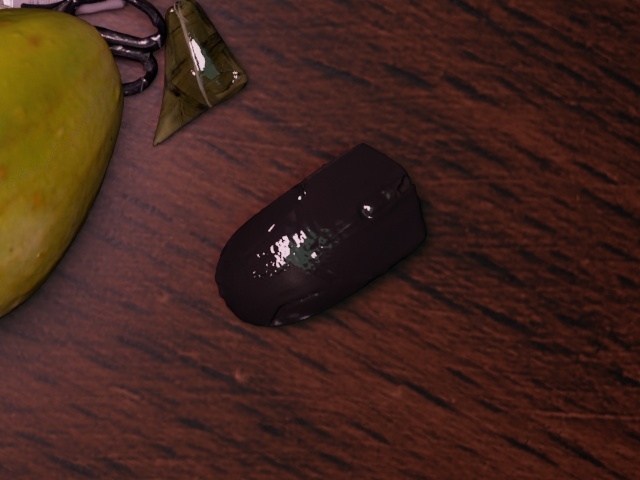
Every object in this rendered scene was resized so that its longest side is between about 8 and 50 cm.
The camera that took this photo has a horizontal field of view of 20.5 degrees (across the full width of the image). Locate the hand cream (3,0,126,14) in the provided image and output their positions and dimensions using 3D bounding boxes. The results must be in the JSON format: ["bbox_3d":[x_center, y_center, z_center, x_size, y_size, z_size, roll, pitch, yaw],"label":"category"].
[{"bbox_3d":[-0.228,-0.246,1.667,0.142,0.053,0.084,0,92,3],"label":"hand cream"}]

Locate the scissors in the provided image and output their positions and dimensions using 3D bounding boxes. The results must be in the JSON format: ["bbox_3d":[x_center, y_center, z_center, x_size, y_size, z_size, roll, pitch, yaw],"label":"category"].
[{"bbox_3d":[-0.294,-0.206,1.642,0.300,0.022,0.109,12,120,-11],"label":"scissors"}]

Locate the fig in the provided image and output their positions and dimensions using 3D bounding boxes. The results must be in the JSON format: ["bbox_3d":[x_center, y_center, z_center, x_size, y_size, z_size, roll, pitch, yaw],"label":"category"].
[{"bbox_3d":[-0.311,-0.074,1.558,0.258,0.258,0.326,49,63,-10],"label":"fig"}]

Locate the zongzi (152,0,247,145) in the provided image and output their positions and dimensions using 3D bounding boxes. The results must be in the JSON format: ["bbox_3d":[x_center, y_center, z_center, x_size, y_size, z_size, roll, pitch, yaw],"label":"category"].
[{"bbox_3d":[-0.141,-0.163,1.687,0.113,0.052,0.104,-34,92,4],"label":"zongzi"}]

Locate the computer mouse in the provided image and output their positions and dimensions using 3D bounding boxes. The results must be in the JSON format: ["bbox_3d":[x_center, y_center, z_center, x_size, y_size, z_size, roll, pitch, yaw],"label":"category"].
[{"bbox_3d":[0.000,0.000,1.707,0.217,0.073,0.122,-34,98,-10],"label":"computer mouse"}]
